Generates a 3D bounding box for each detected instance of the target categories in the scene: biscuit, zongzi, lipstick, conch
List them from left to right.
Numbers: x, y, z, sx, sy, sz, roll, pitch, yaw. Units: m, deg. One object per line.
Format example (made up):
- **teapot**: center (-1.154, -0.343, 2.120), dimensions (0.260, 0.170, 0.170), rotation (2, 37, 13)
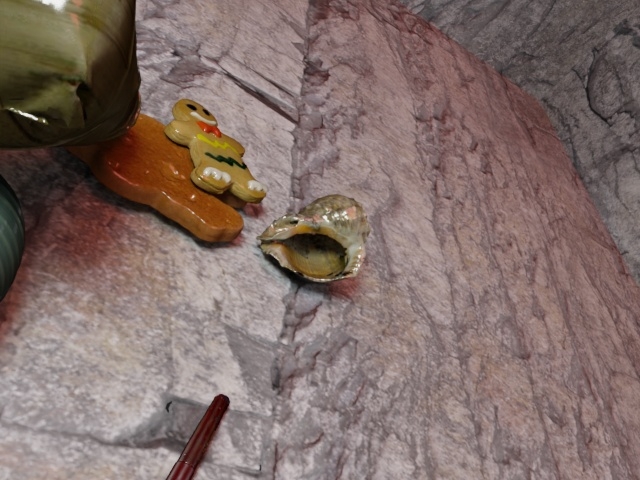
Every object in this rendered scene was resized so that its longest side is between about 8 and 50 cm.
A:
- **zongzi**: center (-0.445, -0.190, 0.638), dimensions (0.499, 0.467, 0.218), rotation (6, 81, -16)
- **biscuit**: center (-0.259, -0.115, 0.950), dimensions (0.333, 0.047, 0.202), rotation (31, 31, -21)
- **lipstick**: center (-0.144, 0.240, 0.700), dimensions (0.027, 0.027, 0.176), rotation (38, 33, -7)
- **biscuit**: center (-0.181, -0.161, 1.028), dimensions (0.158, 0.035, 0.240), rotation (10, 41, -49)
- **conch**: center (0.000, 0.000, 1.015), dimensions (0.207, 0.130, 0.155), rotation (-5, 41, -31)

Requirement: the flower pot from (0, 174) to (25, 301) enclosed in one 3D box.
- **flower pot**: center (-0.392, 0.004, 0.590), dimensions (0.189, 0.157, 0.243), rotation (25, 31, -22)
